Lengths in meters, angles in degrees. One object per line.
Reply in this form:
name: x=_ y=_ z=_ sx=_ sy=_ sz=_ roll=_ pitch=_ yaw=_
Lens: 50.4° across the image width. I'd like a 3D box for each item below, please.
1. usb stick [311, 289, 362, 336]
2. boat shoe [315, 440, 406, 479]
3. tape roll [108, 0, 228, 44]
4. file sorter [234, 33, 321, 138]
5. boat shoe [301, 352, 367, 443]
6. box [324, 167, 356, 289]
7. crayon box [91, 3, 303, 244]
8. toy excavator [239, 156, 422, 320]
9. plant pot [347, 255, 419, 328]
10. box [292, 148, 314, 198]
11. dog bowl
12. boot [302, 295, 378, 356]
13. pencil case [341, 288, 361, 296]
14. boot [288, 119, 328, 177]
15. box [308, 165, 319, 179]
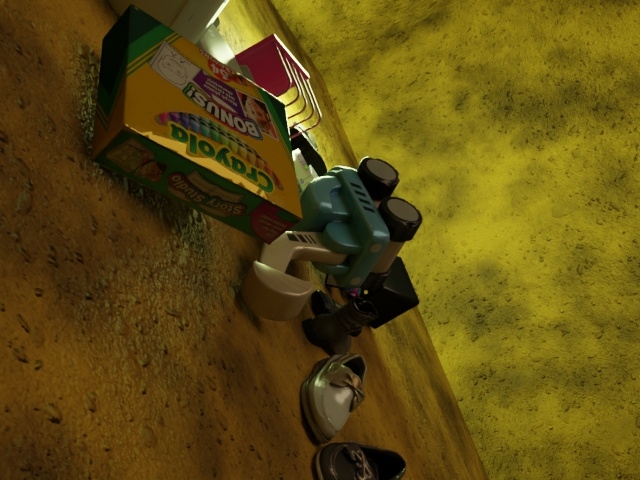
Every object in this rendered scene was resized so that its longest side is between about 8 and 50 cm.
usb stick: x=0.047 y=0.201 z=1.846 sx=0.278 sy=0.045 sz=0.077 roll=41 pitch=26 yaw=-59
boat shoe: x=0.088 y=0.456 z=1.378 sx=0.335 sy=0.096 sz=0.112 roll=39 pitch=27 yaw=-62
tape roll: x=-0.313 y=-0.558 z=1.437 sx=0.246 sy=0.169 sz=0.246 roll=26 pitch=44 yaw=-28
file sorter: x=-0.141 y=-0.427 z=2.005 sx=0.182 sy=0.202 sz=0.291 roll=68 pitch=13 yaw=15
boat shoe: x=0.036 y=0.314 z=1.438 sx=0.113 sy=0.103 sz=0.302 roll=61 pitch=13 yaw=-12
box: x=0.083 y=-0.042 z=2.042 sx=0.295 sy=0.074 sz=0.293 roll=-76 pitch=-179 yaw=-71
crayon box: x=-0.207 y=-0.198 z=1.199 sx=0.363 sy=0.106 sz=0.313 roll=26 pitch=38 yaw=-38
toy excavator: x=0.000 y=0.000 z=1.512 sx=0.446 sy=0.222 sz=0.432 roll=4 pitch=42 yaw=-29
plant pot: x=0.176 y=0.150 z=2.198 sx=0.167 sy=0.188 sz=0.188 roll=27 pitch=37 yaw=-50
box: x=-0.071 y=-0.110 z=1.839 sx=0.242 sy=0.117 sz=0.213 roll=63 pitch=13 yaw=-7
dog bowl: x=-0.280 y=-0.450 z=1.718 sx=0.348 sy=0.102 sz=0.348 roll=58 pitch=13 yaw=-22
boot: x=0.074 y=0.213 z=1.665 sx=0.246 sy=0.161 sz=0.083 roll=38 pitch=28 yaw=-62
pencil case: x=0.118 y=0.097 z=2.107 sx=0.065 sy=0.151 sz=0.070 roll=22 pitch=-1 yaw=-21
boot: x=-0.037 y=-0.323 z=2.471 sx=0.262 sy=0.091 sz=0.229 roll=60 pitch=13 yaw=-5
box: x=-0.025 y=-0.149 z=2.206 sx=0.137 sy=0.072 sz=0.126 roll=55 pitch=15 yaw=-36
